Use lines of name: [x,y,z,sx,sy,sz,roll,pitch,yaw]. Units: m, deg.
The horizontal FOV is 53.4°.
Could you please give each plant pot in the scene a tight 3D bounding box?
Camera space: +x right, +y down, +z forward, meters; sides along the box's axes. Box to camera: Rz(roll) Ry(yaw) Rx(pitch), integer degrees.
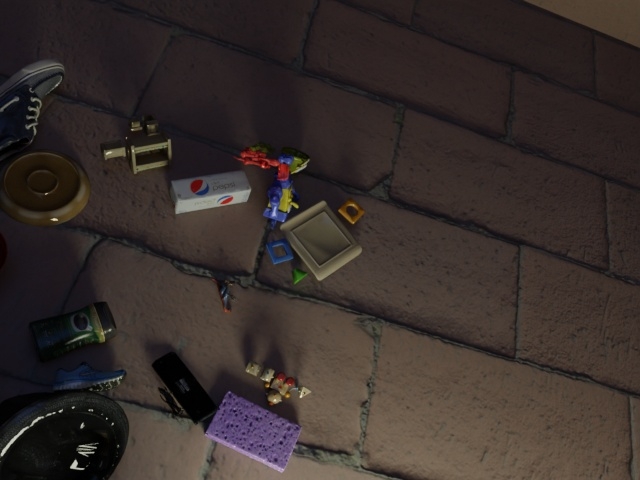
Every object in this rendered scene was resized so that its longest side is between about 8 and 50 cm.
plant pot: [-0.730,-0.148,1.674,0.236,0.032,0.236,9,60,-15]

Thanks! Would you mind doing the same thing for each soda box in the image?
soda box: [-0.311,-0.138,1.795,0.216,0.069,0.074,-12,67,-25]

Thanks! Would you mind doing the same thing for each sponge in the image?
sponge: [-0.161,0.463,1.546,0.210,0.031,0.117,27,56,-3]

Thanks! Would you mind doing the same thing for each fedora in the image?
fedora: [-0.565,0.413,1.306,0.334,0.334,0.152,-34,47,-31]

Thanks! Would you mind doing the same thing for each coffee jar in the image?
coffee jar: [-0.581,0.212,1.503,0.184,0.079,0.096,-17,66,-25]

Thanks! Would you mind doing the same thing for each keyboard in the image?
keyboard: [-0.342,0.363,1.535,0.100,0.038,0.192,-24,62,-43]

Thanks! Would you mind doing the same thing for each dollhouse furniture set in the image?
dollhouse furniture set: [-0.533,-0.266,1.793,0.182,0.101,0.161,-15,44,-25]

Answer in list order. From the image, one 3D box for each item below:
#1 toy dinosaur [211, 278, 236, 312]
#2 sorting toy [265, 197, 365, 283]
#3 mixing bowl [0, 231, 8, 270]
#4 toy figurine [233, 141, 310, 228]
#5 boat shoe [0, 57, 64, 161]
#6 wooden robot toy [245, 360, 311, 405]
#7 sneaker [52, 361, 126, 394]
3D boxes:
toy dinosaur: [-0.254,0.150,1.691,0.090,0.047,0.082,6,65,21]
sorting toy: [0.000,0.000,1.847,0.348,0.047,0.196,-32,81,-30]
mixing bowl: [-0.826,0.050,1.493,0.181,0.098,0.181,8,61,-15]
toy figurine: [-0.139,-0.147,1.831,0.191,0.217,0.362,9,15,1]
boat shoe: [-0.796,-0.343,1.713,0.158,0.127,0.340,45,67,2]
wooden robot toy: [-0.115,0.370,1.593,0.173,0.076,0.079,28,68,-3]
sneaker: [-0.534,0.312,1.477,0.162,0.063,0.073,-2,61,-21]
